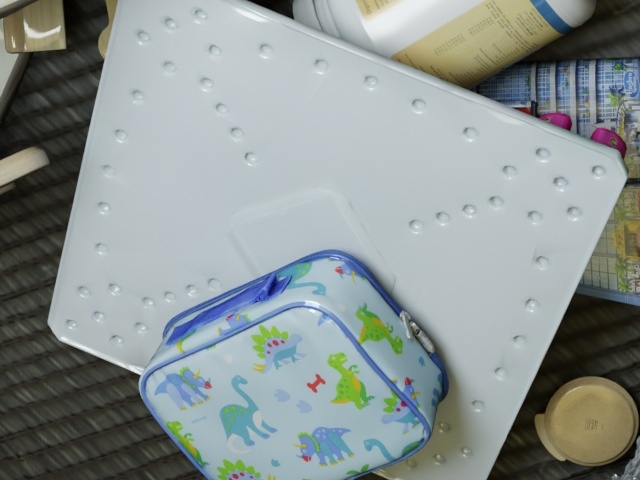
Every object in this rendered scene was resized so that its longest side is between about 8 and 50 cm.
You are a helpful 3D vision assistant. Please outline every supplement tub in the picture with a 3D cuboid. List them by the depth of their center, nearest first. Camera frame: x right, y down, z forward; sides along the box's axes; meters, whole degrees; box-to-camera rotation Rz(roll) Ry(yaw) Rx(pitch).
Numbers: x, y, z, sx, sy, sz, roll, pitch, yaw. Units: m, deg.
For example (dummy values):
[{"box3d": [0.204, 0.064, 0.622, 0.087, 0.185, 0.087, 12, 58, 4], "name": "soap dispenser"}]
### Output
[{"box3d": [0.094, -0.186, 1.471, 0.200, 0.144, 0.144, -29, 96, 19], "name": "supplement tub"}]

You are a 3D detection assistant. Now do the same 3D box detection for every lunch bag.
[{"box3d": [-0.022, 0.108, 1.503, 0.219, 0.090, 0.176, -27, 113, 35], "name": "lunch bag"}]

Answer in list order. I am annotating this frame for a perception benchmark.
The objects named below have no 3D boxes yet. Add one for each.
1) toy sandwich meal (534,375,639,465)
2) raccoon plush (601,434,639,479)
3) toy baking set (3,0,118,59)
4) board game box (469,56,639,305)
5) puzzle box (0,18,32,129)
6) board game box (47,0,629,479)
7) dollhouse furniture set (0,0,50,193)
[{"box3d": [0.222, 0.149, 1.587, 0.085, 0.029, 0.085, 1, 102, 7], "name": "toy sandwich meal"}, {"box3d": [0.269, 0.133, 1.502, 0.299, 0.216, 0.446, -9, 85, 16], "name": "raccoon plush"}, {"box3d": [-0.171, -0.257, 1.545, 0.197, 0.030, 0.256, 21, 90, -3], "name": "toy baking set"}, {"box3d": [0.163, -0.044, 1.538, 0.194, 0.060, 0.194, -2, 102, 10], "name": "board game box"}, {"box3d": [-0.420, -0.093, 1.637, 0.272, 0.052, 0.409, 28, 106, 4], "name": "puzzle box"}, {"box3d": [0.000, 0.000, 1.505, 0.390, 0.050, 0.390, 23, 130, 5], "name": "board game box"}, {"box3d": [-0.284, -0.213, 1.403, 0.256, 0.394, 0.362, -26, 95, -20], "name": "dollhouse furniture set"}]
